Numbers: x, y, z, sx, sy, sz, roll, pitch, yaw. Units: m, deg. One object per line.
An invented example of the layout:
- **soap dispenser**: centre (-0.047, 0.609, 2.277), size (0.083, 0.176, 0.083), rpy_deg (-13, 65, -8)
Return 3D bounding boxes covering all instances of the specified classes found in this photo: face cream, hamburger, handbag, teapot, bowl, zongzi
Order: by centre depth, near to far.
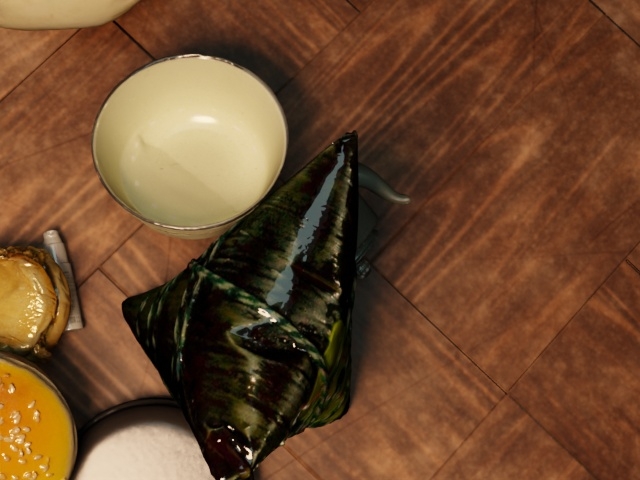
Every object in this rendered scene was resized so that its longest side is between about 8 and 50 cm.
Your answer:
- **zongzi**: centre (-0.049, 0.057, 1.064), size (0.319, 0.383, 0.362), rpy_deg (24, 86, -6)
- **hamburger**: centre (-0.403, 0.259, 1.066), size (0.227, 0.151, 0.295), rpy_deg (26, 91, -7)
- **handbag**: centre (-0.209, 0.342, 1.144), size (0.254, 0.093, 0.307), rpy_deg (10, 80, -5)
- **hamburger**: centre (-0.373, 0.079, 1.164), size (0.138, 0.083, 0.147), rpy_deg (-3, 84, 22)
- **bowl**: centre (-0.158, -0.100, 1.195), size (0.238, 0.126, 0.237), rpy_deg (1, 68, -3)
- **teapot**: centre (0.000, 0.000, 1.206), size (0.149, 0.162, 0.239), rpy_deg (43, 104, -9)
- **face cream**: centre (-0.329, 0.051, 1.211), size (0.034, 0.034, 0.130), rpy_deg (-12, 83, -8)

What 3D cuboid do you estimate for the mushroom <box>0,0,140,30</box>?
- **mushroom**: centre (-0.346, -0.437, 1.191), size (0.315, 0.314, 0.336), rpy_deg (-15, 62, -8)
